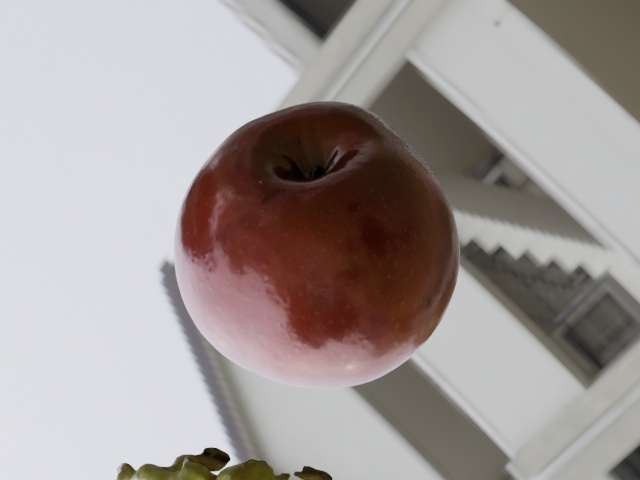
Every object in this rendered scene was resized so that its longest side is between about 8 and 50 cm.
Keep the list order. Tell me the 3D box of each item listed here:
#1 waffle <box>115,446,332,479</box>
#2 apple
[{"bbox_3d":[-0.024,0.232,1.219,0.280,0.262,0.060,58,-142,-51],"label":"waffle"},{"bbox_3d":[0.000,0.000,1.459,0.260,0.217,0.260,-5,-141,4],"label":"apple"}]
